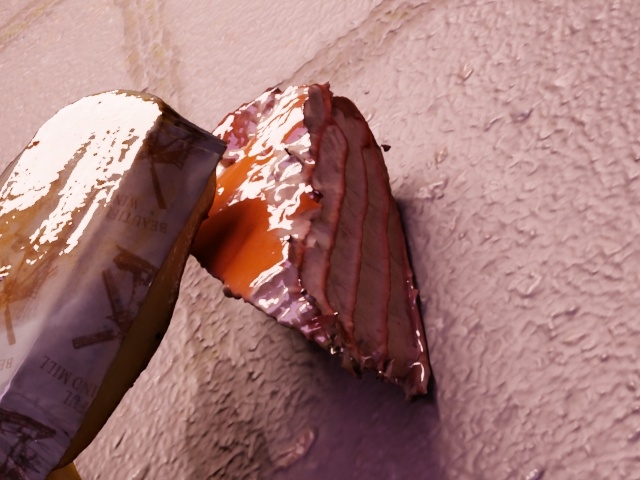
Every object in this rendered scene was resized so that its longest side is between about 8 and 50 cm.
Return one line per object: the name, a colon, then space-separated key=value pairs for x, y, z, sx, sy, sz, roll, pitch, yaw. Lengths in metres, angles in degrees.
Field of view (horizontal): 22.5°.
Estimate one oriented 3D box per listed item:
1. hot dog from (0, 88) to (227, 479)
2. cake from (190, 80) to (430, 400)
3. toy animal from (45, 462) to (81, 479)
hot dog: x=-0.144 y=0.028 z=0.887 sx=0.162 sy=0.082 sz=0.270 roll=0 pitch=50 yaw=36
cake: x=-0.004 y=-0.004 z=0.908 sx=0.135 sy=0.098 sz=0.287 roll=-42 pitch=31 yaw=3
toy animal: x=-0.231 y=0.169 z=0.921 sx=0.156 sy=0.156 sz=0.230 roll=-16 pitch=44 yaw=37
